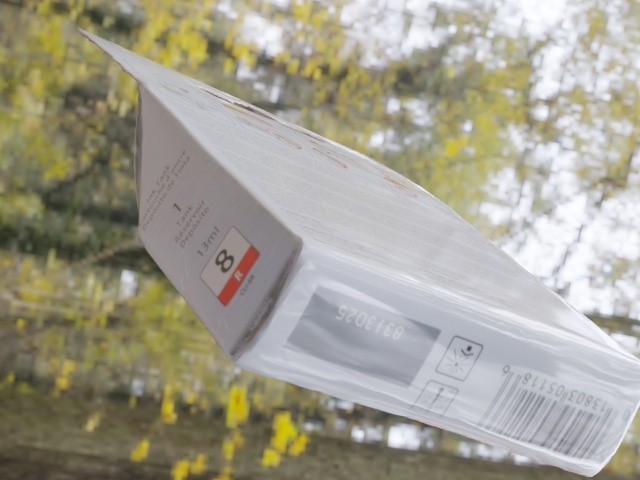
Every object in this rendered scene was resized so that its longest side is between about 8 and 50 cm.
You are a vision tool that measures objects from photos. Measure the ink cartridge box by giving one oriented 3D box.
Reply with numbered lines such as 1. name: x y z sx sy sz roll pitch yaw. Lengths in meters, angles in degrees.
1. ink cartridge box: 0.000 0.000 0.487 0.179 0.145 0.045 40 -75 53
